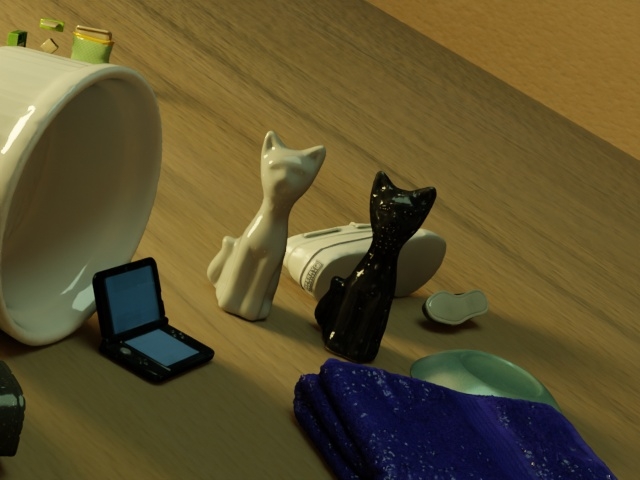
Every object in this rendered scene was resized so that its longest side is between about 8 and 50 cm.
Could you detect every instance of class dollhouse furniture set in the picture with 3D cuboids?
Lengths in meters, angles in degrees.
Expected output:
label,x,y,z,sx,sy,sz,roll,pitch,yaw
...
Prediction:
label,x,y,z,sx,sy,sz,roll,pitch,yaw
dollhouse furniture set,-0.389,-0.287,2.439,0.151,0.076,0.058,11,15,0

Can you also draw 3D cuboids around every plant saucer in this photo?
label,x,y,z,sx,sy,sz,roll,pitch,yaw
plant saucer,0.199,0.167,1.852,0.195,0.037,0.195,20,18,-7

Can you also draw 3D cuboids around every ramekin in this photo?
label,x,y,z,sx,sy,sz,roll,pitch,yaw
ramekin,-0.279,-0.051,1.554,0.135,0.277,0.277,20,16,21

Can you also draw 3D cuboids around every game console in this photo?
label,x,y,z,sx,sy,sz,roll,pitch,yaw
game console,-0.165,0.078,1.624,0.107,0.071,0.122,28,19,19

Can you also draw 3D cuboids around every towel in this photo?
label,x,y,z,sx,sy,sz,roll,pitch,yaw
towel,0.144,0.206,1.604,0.308,0.076,0.227,12,19,-30

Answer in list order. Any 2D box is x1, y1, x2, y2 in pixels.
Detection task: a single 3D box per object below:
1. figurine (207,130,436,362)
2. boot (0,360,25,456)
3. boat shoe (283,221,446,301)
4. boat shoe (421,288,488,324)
label,x,y,z,sx,sy,sz,roll,pitch,yaw
figurine,0.000,0.000,1.820,0.214,0.209,0.092,21,17,-2
boot,-0.353,0.099,1.335,0.161,0.083,0.246,3,23,-32
boat shoe,0.053,0.019,2.036,0.267,0.096,0.088,-12,41,-47
boat shoe,0.162,0.086,2.048,0.125,0.038,0.046,-12,79,-52
